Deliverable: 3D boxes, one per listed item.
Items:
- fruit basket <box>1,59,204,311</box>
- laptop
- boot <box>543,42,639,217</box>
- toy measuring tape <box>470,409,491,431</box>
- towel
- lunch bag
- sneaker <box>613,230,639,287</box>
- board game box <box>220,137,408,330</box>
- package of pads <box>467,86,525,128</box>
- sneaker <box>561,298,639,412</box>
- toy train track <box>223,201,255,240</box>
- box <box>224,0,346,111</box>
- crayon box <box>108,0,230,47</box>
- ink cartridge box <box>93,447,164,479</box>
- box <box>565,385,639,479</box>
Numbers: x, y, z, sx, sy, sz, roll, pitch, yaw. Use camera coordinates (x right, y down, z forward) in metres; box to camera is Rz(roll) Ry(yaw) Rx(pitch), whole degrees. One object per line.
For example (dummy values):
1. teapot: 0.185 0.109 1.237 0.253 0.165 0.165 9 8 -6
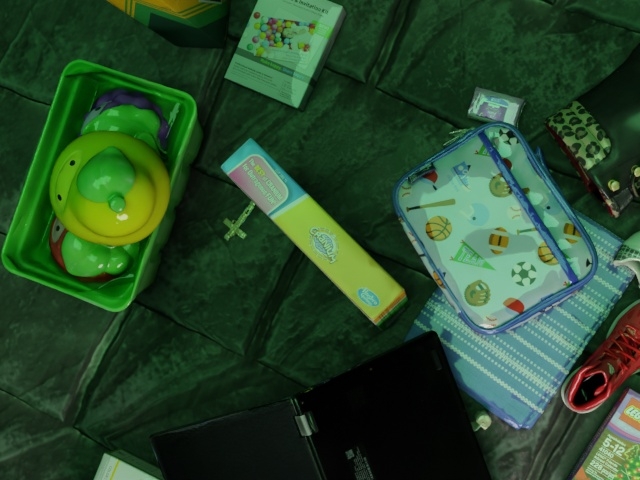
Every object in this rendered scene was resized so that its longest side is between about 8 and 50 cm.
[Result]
1. fruit basket: -0.343 -0.085 1.394 0.283 0.392 0.392 19 91 13
2. laptop: 0.024 0.390 1.345 0.408 0.236 0.381 -21 92 -29
3. boot: 0.538 -0.129 1.304 0.284 0.138 0.377 -35 76 8
4. toy measuring tape: 0.096 0.268 1.404 0.330 0.121 0.121 -11 84 4
5. towel: 0.314 0.098 1.402 0.243 0.040 0.336 35 93 15
6. lunch bag: 0.263 -0.025 1.353 0.243 0.115 0.303 -31 78 7
7. sneaker: 0.532 0.082 1.302 0.095 0.090 0.235 -39 79 -17
8. board game box: 0.000 0.000 1.368 0.064 0.242 0.316 -45 79 -1
9. package of pads: 0.280 -0.210 1.424 0.083 0.032 0.050 18 89 14
10. sneaker: 0.446 0.174 1.313 0.087 0.128 0.221 38 95 13
11. toy train track: -0.137 -0.035 1.520 0.048 0.014 0.083 39 95 12
12. box: -0.059 -0.330 1.508 0.145 0.038 0.186 25 91 13
13. crayon box: -0.229 -0.524 1.417 0.106 0.313 0.362 5 88 13
14. ink cartridge box: -0.284 0.445 1.501 0.209 0.062 0.109 23 91 13
15. box: 0.531 0.379 1.317 0.293 0.057 0.201 31 93 13
